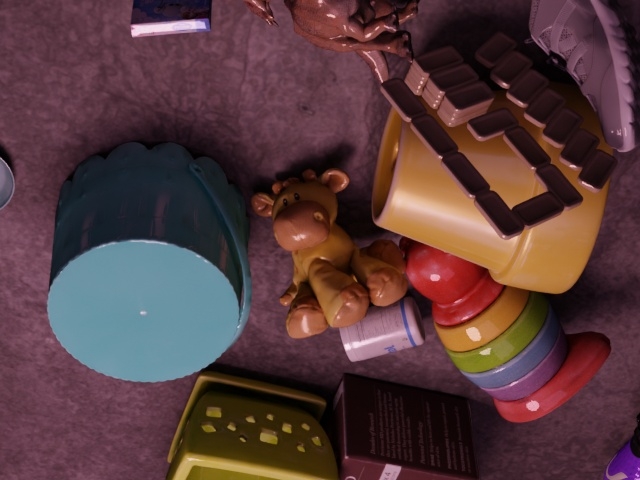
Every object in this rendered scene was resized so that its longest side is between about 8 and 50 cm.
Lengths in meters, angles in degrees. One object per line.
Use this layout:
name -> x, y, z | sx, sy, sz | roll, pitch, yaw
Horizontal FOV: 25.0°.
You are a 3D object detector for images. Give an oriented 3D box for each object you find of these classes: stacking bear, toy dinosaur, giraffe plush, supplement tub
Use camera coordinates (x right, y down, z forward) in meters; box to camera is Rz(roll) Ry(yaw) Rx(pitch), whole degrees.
stacking bear -> 0.222, 0.090, 1.926 | 0.289, 0.164, 0.175 | 49, 158, -21
toy dinosaur -> 0.000, -0.267, 1.644 | 0.200, 0.127, 0.295 | -5, 157, 17
giraffe plush -> 0.000, 0.000, 1.847 | 0.181, 0.210, 0.170 | -26, 111, -7
supplement tub -> 0.086, 0.123, 2.004 | 0.107, 0.071, 0.071 | -16, 128, 12

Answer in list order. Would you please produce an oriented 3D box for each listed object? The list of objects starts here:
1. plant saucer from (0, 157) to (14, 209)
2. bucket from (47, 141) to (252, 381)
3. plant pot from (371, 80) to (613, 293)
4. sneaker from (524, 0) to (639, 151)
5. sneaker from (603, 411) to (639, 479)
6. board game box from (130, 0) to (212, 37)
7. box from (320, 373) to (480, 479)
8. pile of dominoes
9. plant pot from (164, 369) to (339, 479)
plant saucer -> -0.450, -0.082, 1.847 | 0.119, 0.021, 0.119 | -1, 130, -1
bucket -> -0.219, 0.035, 1.847 | 0.281, 0.183, 0.281 | -1, 130, -1
plant pot -> 0.195, -0.079, 1.726 | 0.239, 0.254, 0.254 | 11, 129, -7
sneaker -> 0.293, -0.228, 1.633 | 0.115, 0.281, 0.105 | -20, 169, 24
sneaker -> 0.506, 0.259, 2.120 | 0.146, 0.102, 0.293 | 37, 115, -23
board game box -> -0.170, -0.269, 1.656 | 0.090, 0.090, 0.020 | -6, 132, 2
box -> 0.105, 0.326, 2.110 | 0.203, 0.167, 0.168 | 12, 128, -11
pile of dominoes -> 0.196, -0.115, 1.594 | 0.196, 0.251, 0.040 | -22, 152, -29
plant pot -> -0.111, 0.326, 2.078 | 0.227, 0.207, 0.228 | 13, 128, -12
